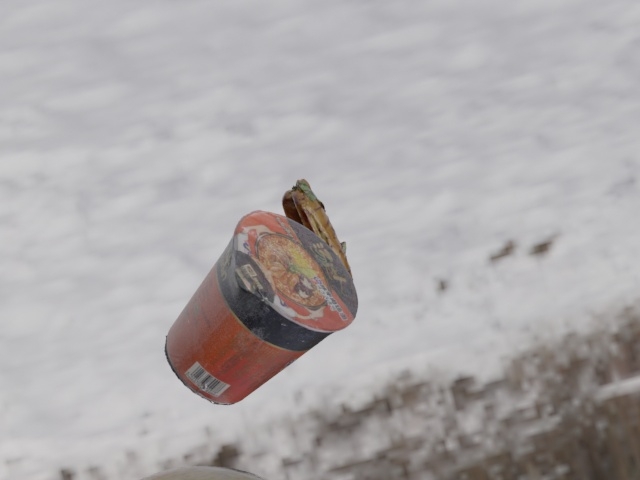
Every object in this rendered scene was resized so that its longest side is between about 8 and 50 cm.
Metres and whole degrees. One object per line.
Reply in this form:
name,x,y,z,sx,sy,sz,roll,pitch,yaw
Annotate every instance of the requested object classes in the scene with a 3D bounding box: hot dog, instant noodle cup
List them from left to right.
instant noodle cup,-0.057,0.064,1.475,0.127,0.127,0.135,-8,148,-52
hot dog,0.000,0.000,1.641,0.037,0.122,0.049,-30,-162,-33

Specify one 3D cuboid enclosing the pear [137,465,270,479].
pear,-0.036,0.133,0.649,0.141,0.104,0.141,6,158,2
